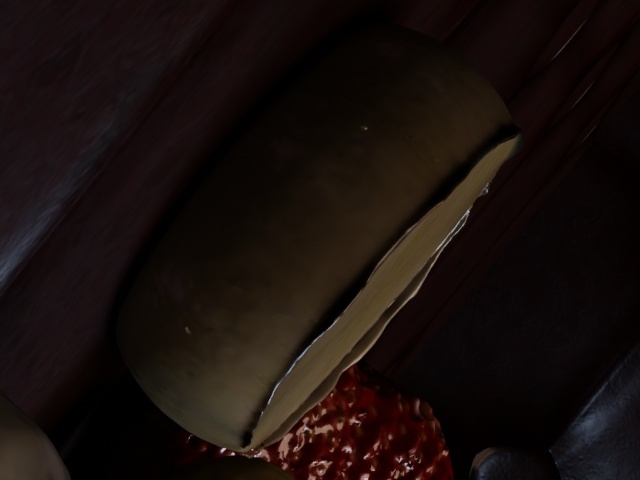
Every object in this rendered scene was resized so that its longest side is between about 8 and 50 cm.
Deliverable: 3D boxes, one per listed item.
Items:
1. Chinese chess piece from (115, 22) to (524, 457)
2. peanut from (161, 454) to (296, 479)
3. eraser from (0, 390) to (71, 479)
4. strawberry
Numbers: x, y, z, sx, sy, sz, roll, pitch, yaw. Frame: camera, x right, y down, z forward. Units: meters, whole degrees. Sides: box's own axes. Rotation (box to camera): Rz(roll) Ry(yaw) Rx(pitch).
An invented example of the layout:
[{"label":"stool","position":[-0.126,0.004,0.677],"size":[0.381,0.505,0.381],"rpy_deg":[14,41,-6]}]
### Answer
[{"label":"Chinese chess piece","position":[0.000,0.000,1.069],"size":[0.257,0.104,0.257],"rpy_deg":[-49,171,-11]},{"label":"peanut","position":[-0.143,0.230,1.113],"size":[0.319,0.147,0.147],"rpy_deg":[-34,172,2]},{"label":"eraser","position":[-0.177,0.106,0.462],"size":[0.331,0.150,0.331],"rpy_deg":[-47,173,-8]},{"label":"strawberry","position":[-0.037,0.186,1.277],"size":[0.261,0.261,0.257],"rpy_deg":[-49,179,-7]}]
